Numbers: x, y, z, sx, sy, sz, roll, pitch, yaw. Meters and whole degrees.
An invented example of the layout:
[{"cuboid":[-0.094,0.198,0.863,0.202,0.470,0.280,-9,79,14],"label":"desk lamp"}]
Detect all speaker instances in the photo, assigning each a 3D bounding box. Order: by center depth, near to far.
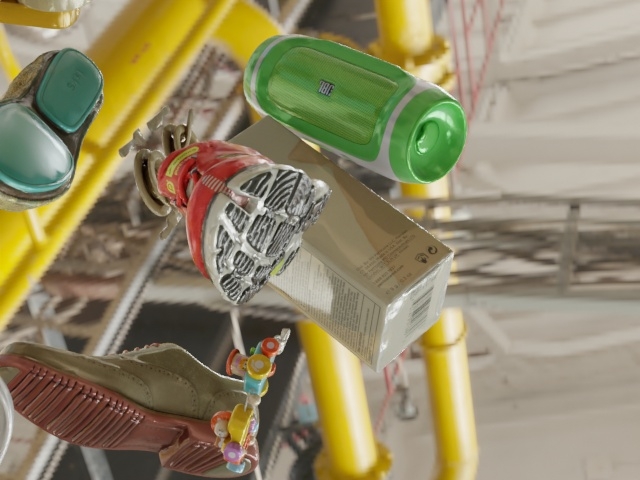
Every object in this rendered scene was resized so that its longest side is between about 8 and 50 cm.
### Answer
[{"cuboid":[0.039,-0.168,1.697,0.131,0.131,0.296,-34,-138,-30],"label":"speaker"}]

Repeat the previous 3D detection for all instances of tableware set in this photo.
[{"cuboid":[-0.185,-0.097,1.734,0.039,0.128,0.194,-18,-162,20],"label":"tableware set"}]

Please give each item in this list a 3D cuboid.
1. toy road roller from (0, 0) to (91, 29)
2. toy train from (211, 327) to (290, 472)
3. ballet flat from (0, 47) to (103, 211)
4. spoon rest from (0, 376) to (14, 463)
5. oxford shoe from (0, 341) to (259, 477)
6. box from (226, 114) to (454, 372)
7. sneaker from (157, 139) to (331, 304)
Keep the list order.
[{"cuboid":[-0.453,-0.445,1.855,0.329,0.202,0.241,9,-138,1],"label":"toy road roller"},{"cuboid":[-0.082,0.167,1.418,0.046,0.166,0.125,19,-172,4],"label":"toy train"},{"cuboid":[-0.318,-0.100,1.452,0.123,0.123,0.348,-5,-153,8],"label":"ballet flat"},{"cuboid":[-0.366,0.221,1.407,0.137,0.276,0.084,6,-143,17],"label":"spoon rest"},{"cuboid":[-0.229,0.178,1.622,0.123,0.348,0.130,-35,-140,43],"label":"oxford shoe"},{"cuboid":[0.000,0.000,1.657,0.311,0.148,0.121,39,-122,23],"label":"box"},{"cuboid":[-0.073,-0.026,1.015,0.118,0.107,0.279,30,-178,5],"label":"sneaker"}]
